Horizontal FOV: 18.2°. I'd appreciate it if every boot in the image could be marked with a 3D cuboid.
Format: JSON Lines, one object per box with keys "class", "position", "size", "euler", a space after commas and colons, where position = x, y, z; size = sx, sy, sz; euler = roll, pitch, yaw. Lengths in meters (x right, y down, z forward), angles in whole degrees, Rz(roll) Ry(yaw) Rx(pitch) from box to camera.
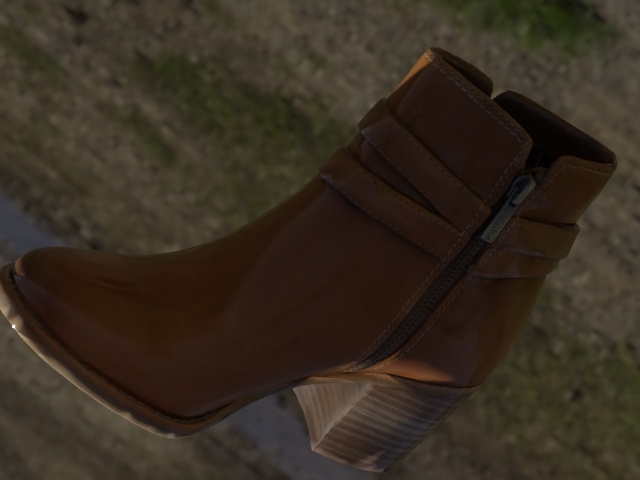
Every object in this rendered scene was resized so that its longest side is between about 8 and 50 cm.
{"class": "boot", "position": [0.000, 0.000, 0.992], "size": [0.283, 0.220, 0.109], "euler": [22, -154, -30]}
